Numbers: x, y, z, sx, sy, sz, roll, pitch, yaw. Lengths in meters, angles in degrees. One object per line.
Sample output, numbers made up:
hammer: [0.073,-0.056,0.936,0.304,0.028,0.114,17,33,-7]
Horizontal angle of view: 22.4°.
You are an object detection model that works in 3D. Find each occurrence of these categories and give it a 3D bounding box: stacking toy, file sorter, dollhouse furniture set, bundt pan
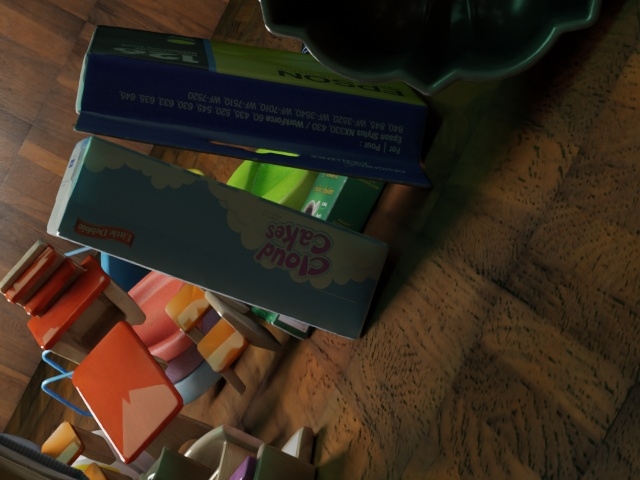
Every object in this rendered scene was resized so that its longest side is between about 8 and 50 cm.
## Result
stacking toy: [-0.091,0.039,1.783,0.279,0.130,0.309,-23,36,29]
file sorter: [-0.255,0.104,1.867,0.104,0.118,0.170,-19,56,20]
dollhouse furniture set: [-0.210,0.118,1.584,0.262,0.135,0.259,-48,42,3]
dollhouse furniture set: [-0.198,0.186,1.331,0.286,0.303,0.198,-54,16,35]
bundt pan: [0.085,-0.277,1.181,0.331,0.331,0.124,-59,-5,15]

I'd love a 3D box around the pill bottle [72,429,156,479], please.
pill bottle: [-0.233,0.301,1.659,0.119,0.119,0.208,-54,15,34]

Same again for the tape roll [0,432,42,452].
tape roll: [-0.390,0.357,1.883,0.246,0.246,0.169,-63,12,-2]

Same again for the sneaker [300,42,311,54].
sneaker: [-0.005,-0.171,1.780,0.090,0.081,0.232,-42,18,11]

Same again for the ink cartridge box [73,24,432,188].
ink cartridge box: [-0.063,-0.131,1.456,0.307,0.304,0.072,-119,38,-76]

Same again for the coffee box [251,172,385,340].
coffee box: [0.000,0.000,1.526,0.184,0.040,0.113,-64,13,-3]

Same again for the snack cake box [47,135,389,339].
snack cake box: [-0.091,-0.002,1.367,0.152,0.264,0.089,-178,107,-77]
